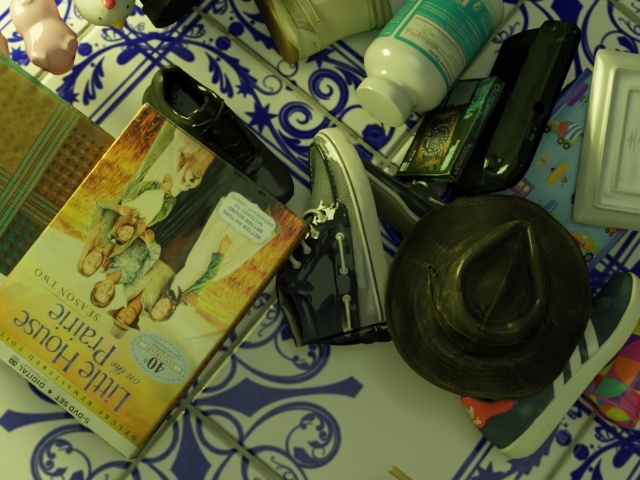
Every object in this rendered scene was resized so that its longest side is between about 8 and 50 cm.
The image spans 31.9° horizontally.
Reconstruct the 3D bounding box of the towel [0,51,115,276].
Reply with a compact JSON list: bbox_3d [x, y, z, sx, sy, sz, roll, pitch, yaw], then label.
[{"bbox_3d":[-0.520,-0.150,1.607,0.370,0.040,0.271,36,94,-14],"label":"towel"}]

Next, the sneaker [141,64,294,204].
[{"bbox_3d":[-0.157,-0.154,1.700,0.286,0.130,0.109,39,70,1],"label":"sneaker"}]

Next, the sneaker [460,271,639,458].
[{"bbox_3d":[0.348,0.156,1.694,0.148,0.131,0.350,41,73,-1],"label":"sneaker"}]

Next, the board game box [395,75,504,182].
[{"bbox_3d":[0.204,-0.174,1.768,0.026,0.126,0.186,38,70,-32],"label":"board game box"}]

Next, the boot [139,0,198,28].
[{"bbox_3d":[-0.231,-0.527,1.717,0.348,0.131,0.260,-41,85,22],"label":"boot"}]

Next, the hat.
[{"bbox_3d":[0.251,0.057,1.604,0.331,0.134,0.331,1,66,-3],"label":"hat"}]

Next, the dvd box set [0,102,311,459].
[{"bbox_3d":[-0.259,0.055,1.612,0.307,0.062,0.420,37,85,6],"label":"dvd box set"}]

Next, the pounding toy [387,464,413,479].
[{"bbox_3d":[0.103,0.421,1.611,0.206,0.094,0.181,-6,71,-20],"label":"pounding toy"}]

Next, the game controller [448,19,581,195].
[{"bbox_3d":[0.304,-0.211,1.769,0.067,0.166,0.319,33,68,-20],"label":"game controller"}]

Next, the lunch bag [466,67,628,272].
[{"bbox_3d":[0.396,-0.085,1.780,0.221,0.138,0.293,42,82,1],"label":"lunch bag"}]

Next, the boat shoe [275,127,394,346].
[{"bbox_3d":[0.000,0.000,1.681,0.158,0.127,0.340,-12,78,-20],"label":"boat shoe"}]

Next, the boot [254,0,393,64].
[{"bbox_3d":[-0.011,-0.435,1.816,0.203,0.095,0.262,-22,81,-13],"label":"boot"}]

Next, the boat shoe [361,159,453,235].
[{"bbox_3d":[0.146,-0.055,1.750,0.233,0.084,0.079,35,64,-2],"label":"boat shoe"}]

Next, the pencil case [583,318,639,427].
[{"bbox_3d":[0.496,0.173,1.735,0.104,0.104,0.236,35,71,2],"label":"pencil case"}]

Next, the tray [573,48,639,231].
[{"bbox_3d":[0.477,-0.152,1.711,0.145,0.030,0.270,8,92,0],"label":"tray"}]

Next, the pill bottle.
[{"bbox_3d":[0.167,-0.307,1.783,0.146,0.146,0.264,37,73,2],"label":"pill bottle"}]

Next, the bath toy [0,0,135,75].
[{"bbox_3d":[-0.429,-0.300,1.673,0.348,0.129,0.151,-29,121,-3],"label":"bath toy"}]
